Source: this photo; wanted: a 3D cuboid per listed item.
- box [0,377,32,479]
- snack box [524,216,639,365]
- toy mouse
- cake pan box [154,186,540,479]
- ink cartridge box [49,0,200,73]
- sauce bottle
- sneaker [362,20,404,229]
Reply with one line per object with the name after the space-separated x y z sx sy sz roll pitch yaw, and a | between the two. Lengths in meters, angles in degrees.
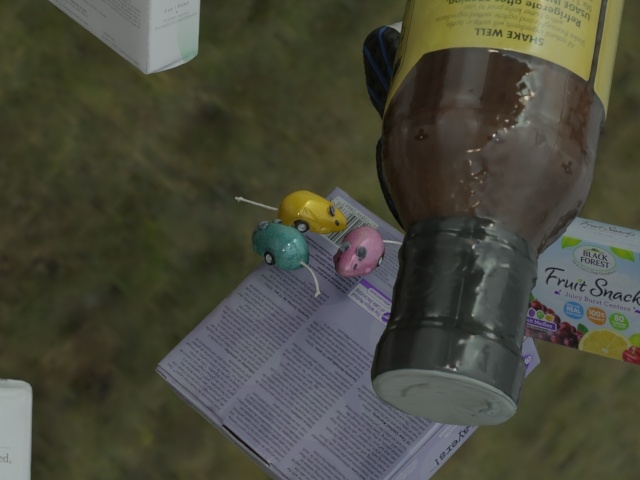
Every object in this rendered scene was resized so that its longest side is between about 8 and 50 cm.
-0.261 0.131 1.005 0.182 0.119 0.181 6 168 -31 | box
0.218 0.038 1.534 0.037 0.141 0.100 -38 133 -50 | snack box
0.000 0.000 1.733 0.143 0.161 0.031 -83 -175 -60 | toy mouse
0.020 0.107 1.794 0.246 0.267 0.070 -45 148 -14 | cake pan box
-0.159 -0.256 1.440 0.056 0.181 0.224 -27 141 -35 | ink cartridge box
0.088 -0.080 0.986 0.111 0.111 0.344 106 -2 -65 | sauce bottle
0.089 -0.076 1.485 0.081 0.080 0.211 -26 135 -21 | sneaker
